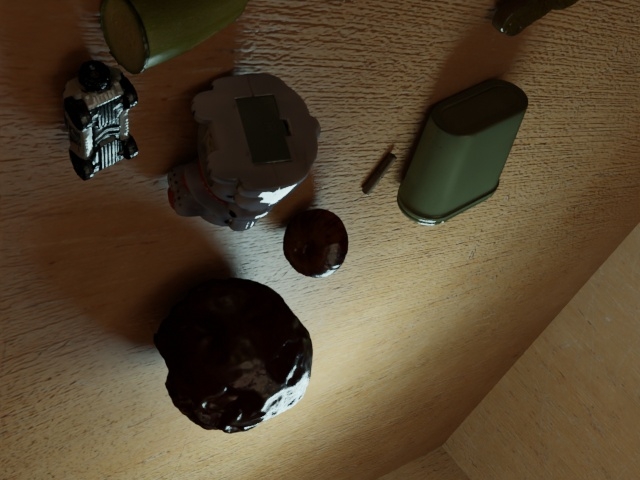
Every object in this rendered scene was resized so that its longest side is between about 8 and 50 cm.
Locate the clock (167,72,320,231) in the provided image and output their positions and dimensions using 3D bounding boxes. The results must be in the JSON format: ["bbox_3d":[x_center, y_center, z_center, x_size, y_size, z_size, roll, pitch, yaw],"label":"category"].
[{"bbox_3d":[-0.122,-0.100,1.517,0.189,0.189,0.254,-27,169,-31],"label":"clock"}]

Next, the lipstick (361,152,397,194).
[{"bbox_3d":[0.111,-0.125,1.994,0.019,0.019,0.094,-4,137,-56],"label":"lipstick"}]

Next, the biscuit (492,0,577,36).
[{"bbox_3d":[0.426,-0.469,1.840,0.320,0.047,0.183,-43,152,0],"label":"biscuit"}]

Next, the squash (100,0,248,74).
[{"bbox_3d":[-0.151,-0.279,1.241,0.224,0.094,0.094,-35,158,-36],"label":"squash"}]

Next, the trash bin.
[{"bbox_3d":[0.279,-0.172,2.054,0.243,0.121,0.247,-26,150,-32],"label":"trash bin"}]

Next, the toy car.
[{"bbox_3d":[-0.271,-0.150,1.274,0.080,0.070,0.171,-30,157,-25],"label":"toy car"}]

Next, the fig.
[{"bbox_3d":[-0.007,0.010,1.926,0.128,0.128,0.150,-38,162,-9],"label":"fig"}]

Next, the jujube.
[{"bbox_3d":[-0.151,0.212,1.900,0.276,0.276,0.377,-39,169,-7],"label":"jujube"}]
